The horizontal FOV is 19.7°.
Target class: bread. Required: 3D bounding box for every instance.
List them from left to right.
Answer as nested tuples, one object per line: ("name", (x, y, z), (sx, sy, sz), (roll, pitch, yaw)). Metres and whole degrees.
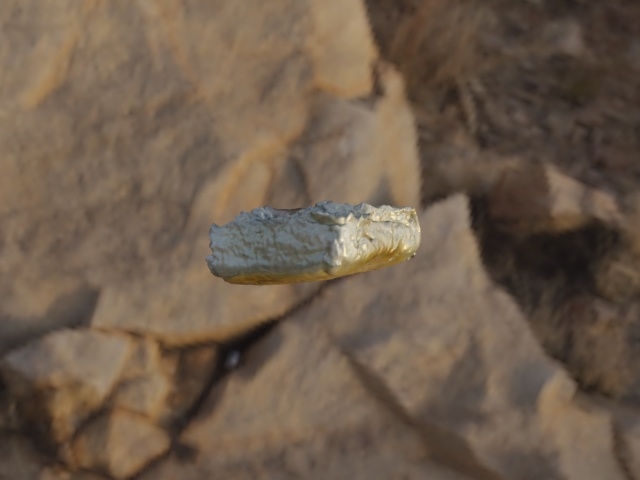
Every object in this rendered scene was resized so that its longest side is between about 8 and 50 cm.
("bread", (0.000, 0.000, 0.802), (0.070, 0.035, 0.083), (-5, 0, 36))
